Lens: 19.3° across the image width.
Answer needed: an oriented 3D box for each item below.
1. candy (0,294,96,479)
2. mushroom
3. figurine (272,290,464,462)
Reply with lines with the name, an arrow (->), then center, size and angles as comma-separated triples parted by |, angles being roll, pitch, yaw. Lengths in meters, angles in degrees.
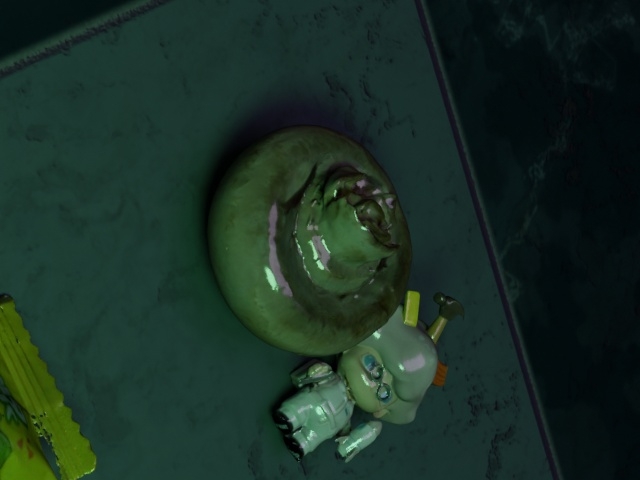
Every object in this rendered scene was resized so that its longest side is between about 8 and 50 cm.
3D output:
candy -> -0.323, 0.151, 1.537 | 0.297, 0.081, 0.187 | -15, 75, -50
mushroom -> 0.000, 0.000, 1.815 | 0.226, 0.178, 0.226 | 6, 82, -50
figurine -> 0.048, 0.139, 1.916 | 0.229, 0.112, 0.137 | -34, 106, -24
